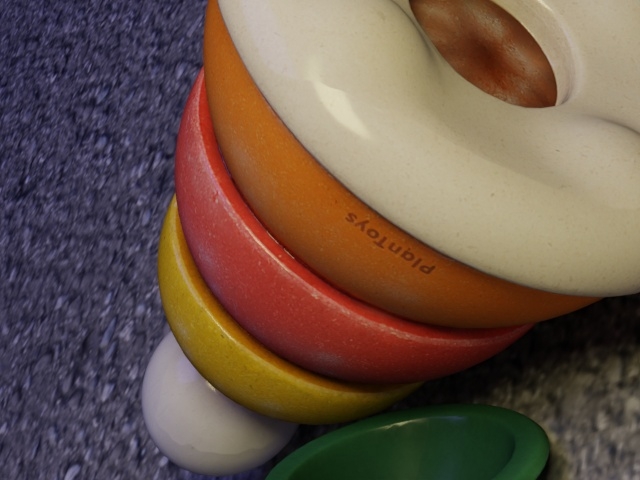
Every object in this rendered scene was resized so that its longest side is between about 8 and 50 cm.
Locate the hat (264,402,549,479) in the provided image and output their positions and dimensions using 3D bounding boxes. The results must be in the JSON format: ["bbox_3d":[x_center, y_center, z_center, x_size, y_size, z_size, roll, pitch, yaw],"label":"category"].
[{"bbox_3d":[0.056,0.223,1.130,0.209,0.183,0.173,-15,17,-5],"label":"hat"}]

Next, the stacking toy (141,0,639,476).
[{"bbox_3d":[0.000,0.000,1.193,0.480,0.351,0.350,-50,25,41],"label":"stacking toy"}]
